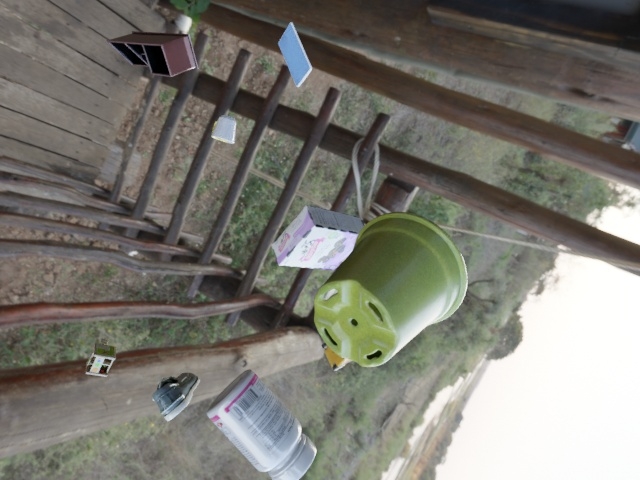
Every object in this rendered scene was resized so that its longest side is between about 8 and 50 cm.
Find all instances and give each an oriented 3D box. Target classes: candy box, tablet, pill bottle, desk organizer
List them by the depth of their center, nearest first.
[{"bbox_3d":[-0.247,-0.273,0.605,0.050,0.130,0.047,-45,141,-39],"label":"desk organizer"},{"bbox_3d":[-0.041,-0.299,0.668,0.006,0.084,0.054,-21,176,-32],"label":"tablet"},{"bbox_3d":[0.000,0.000,1.080,0.196,0.070,0.165,8,137,-41],"label":"candy box"},{"bbox_3d":[-0.153,0.504,1.110,0.160,0.283,0.160,-42,-179,1],"label":"pill bottle"}]

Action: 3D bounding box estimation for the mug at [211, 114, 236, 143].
[{"bbox_3d":[-0.261,-0.301,1.107,0.062,0.078,0.064,-13,119,-81],"label":"mug"}]

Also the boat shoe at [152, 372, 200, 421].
[{"bbox_3d":[-0.469,0.472,1.336,0.116,0.099,0.319,-41,-174,-10],"label":"boat shoe"}]

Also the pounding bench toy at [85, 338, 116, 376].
[{"bbox_3d":[-0.572,0.304,1.077,0.052,0.083,0.065,23,100,-32],"label":"pounding bench toy"}]

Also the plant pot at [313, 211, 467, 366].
[{"bbox_3d":[0.124,0.112,0.849,0.253,0.275,0.276,-33,141,-47],"label":"plant pot"}]

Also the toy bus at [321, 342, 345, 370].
[{"bbox_3d":[0.102,0.368,1.492,0.130,0.108,0.333,-20,156,-21],"label":"toy bus"}]
